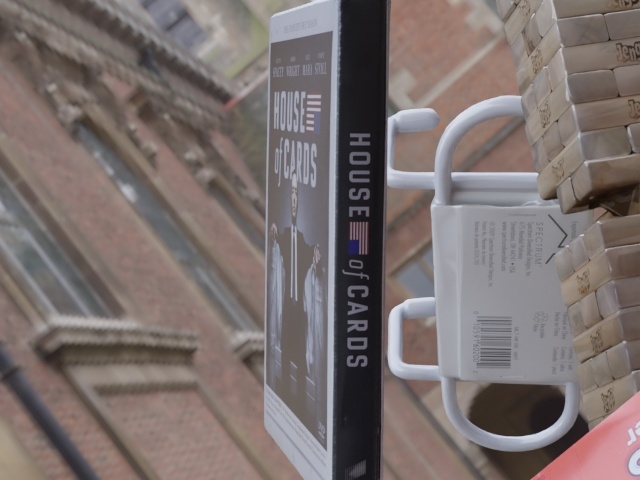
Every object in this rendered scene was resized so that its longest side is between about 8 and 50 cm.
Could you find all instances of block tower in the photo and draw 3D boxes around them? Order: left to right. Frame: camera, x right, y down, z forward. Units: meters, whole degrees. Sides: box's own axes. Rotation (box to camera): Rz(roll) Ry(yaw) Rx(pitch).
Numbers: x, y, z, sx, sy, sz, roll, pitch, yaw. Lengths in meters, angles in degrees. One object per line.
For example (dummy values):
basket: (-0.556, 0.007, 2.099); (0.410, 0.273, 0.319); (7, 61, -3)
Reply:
block tower: (0.184, -0.024, 0.815); (0.097, 0.335, 0.091); (-9, -13, -10)

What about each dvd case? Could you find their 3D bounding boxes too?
dvd case: (0.000, 0.000, 0.718); (0.029, 0.239, 0.179); (-1, 6, -12)

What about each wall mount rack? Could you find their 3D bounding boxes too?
wall mount rack: (0.200, 0.006, 1.111); (0.130, 0.304, 0.350); (-82, -10, -51)

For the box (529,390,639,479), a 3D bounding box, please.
box: (0.169, 0.095, 0.419); (0.128, 0.123, 0.257); (30, -63, -32)
